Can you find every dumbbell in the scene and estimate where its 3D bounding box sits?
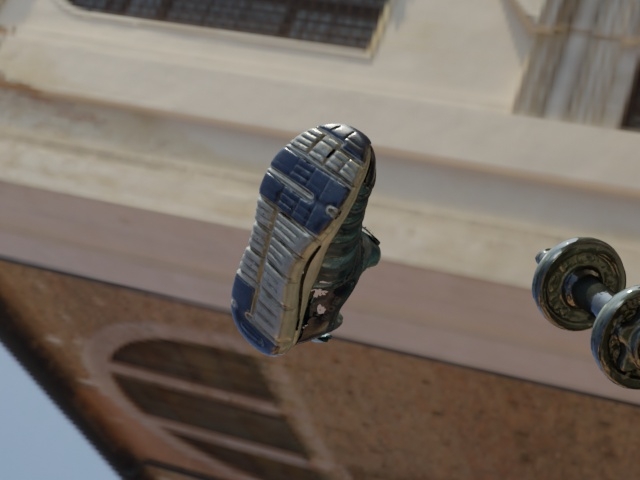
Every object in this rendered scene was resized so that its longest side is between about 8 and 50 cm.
[{"bbox_3d":[0.219,0.052,1.001,0.254,0.081,0.081,-127,39,-68],"label":"dumbbell"}]

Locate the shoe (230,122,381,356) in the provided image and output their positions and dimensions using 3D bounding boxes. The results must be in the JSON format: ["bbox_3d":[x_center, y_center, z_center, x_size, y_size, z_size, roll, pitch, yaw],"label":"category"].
[{"bbox_3d":[0.000,0.000,1.106,0.106,0.091,0.207,-5,-58,-43],"label":"shoe"}]
